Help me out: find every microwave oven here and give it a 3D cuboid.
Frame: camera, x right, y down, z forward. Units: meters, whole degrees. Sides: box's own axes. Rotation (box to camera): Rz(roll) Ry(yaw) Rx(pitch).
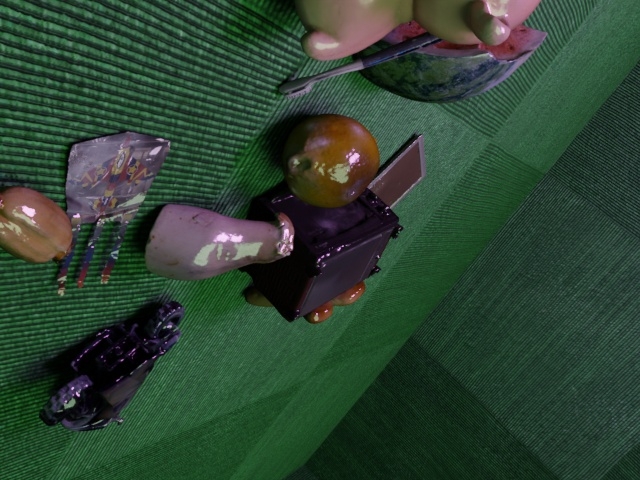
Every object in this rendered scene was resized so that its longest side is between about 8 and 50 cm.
[{"bbox_3d":[-0.002,0.000,1.036,0.247,0.178,0.188,-24,151,-43],"label":"microwave oven"}]

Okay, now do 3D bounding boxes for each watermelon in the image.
[{"bbox_3d":[0.200,-0.298,0.902,0.176,0.260,0.256,-67,169,14],"label":"watermelon"}]

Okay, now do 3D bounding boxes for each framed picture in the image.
[{"bbox_3d":[0.143,-0.107,1.316,0.273,0.016,0.216,-44,158,-6],"label":"framed picture"}]

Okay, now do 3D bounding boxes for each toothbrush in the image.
[{"bbox_3d":[0.079,-0.254,0.792,0.288,0.024,0.026,-19,165,7],"label":"toothbrush"}]

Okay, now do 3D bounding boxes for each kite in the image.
[{"bbox_3d":[-0.273,-0.031,0.715,0.141,0.015,0.245,-12,136,-52],"label":"kite"}]

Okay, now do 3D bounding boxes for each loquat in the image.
[{"bbox_3d":[0.011,-0.125,0.897,0.152,0.152,0.195,-57,163,23],"label":"loquat"}]

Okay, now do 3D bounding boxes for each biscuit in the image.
[{"bbox_3d":[-0.032,0.109,1.148,0.164,0.207,0.047,-27,117,-41],"label":"biscuit"}]

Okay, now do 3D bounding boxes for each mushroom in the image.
[{"bbox_3d":[-0.146,0.009,0.845,0.225,0.093,0.116,7,120,-22],"label":"mushroom"}]

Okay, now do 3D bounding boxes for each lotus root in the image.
[{"bbox_3d":[-0.313,-0.015,0.611,0.073,0.062,0.150,-35,156,-7],"label":"lotus root"}]

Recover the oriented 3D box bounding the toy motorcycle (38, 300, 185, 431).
[{"bbox_3d":[-0.325,0.209,0.913,0.270,0.106,0.159,-41,163,-42],"label":"toy motorcycle"}]

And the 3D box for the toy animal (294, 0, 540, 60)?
[{"bbox_3d":[0.148,-0.340,0.640,0.345,0.247,0.278,-33,154,-30],"label":"toy animal"}]
